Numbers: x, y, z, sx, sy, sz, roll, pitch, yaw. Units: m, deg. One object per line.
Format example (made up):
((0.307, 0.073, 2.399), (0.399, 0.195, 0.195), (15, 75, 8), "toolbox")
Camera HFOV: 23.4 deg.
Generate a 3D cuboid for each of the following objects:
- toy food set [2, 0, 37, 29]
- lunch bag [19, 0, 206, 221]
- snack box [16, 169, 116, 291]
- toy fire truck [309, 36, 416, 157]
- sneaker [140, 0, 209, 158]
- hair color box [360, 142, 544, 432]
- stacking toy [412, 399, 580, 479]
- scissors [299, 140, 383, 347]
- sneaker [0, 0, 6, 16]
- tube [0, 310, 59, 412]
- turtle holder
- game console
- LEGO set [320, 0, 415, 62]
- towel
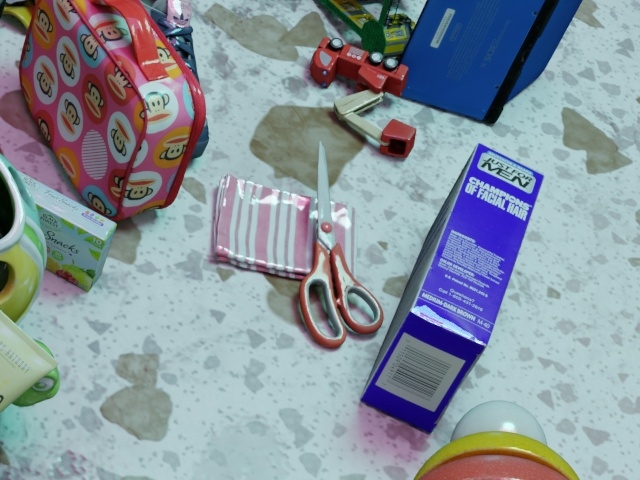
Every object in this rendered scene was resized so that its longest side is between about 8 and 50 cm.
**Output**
((-0.397, -0.384, 2.194), (0.128, 0.071, 0.217), (2, 48, -22), "toy food set")
((-0.265, -0.200, 1.945), (0.120, 0.258, 0.293), (-16, 57, -34), "lunch bag")
((-0.322, -0.011, 1.856), (0.141, 0.100, 0.037), (28, 44, 3), "snack box")
((0.062, -0.209, 2.240), (0.192, 0.047, 0.135), (22, 60, 10), "toy fire truck")
((-0.215, -0.257, 2.100), (0.112, 0.131, 0.319), (7, 45, -45), "sneaker")
((0.171, 0.055, 1.952), (0.110, 0.185, 0.338), (25, 44, -1), "hair color box")
((0.199, 0.325, 1.680), (0.351, 0.350, 0.480), (24, 27, -1), "stacking toy")
((0.000, 0.000, 2.001), (0.109, 0.021, 0.297), (-7, 66, -23), "scissors")
((-0.492, -0.290, 2.075), (0.089, 0.051, 0.170), (24, 53, -4), "sneaker")
((-0.384, 0.181, 1.579), (0.240, 0.070, 0.062), (-46, 54, -5), "tube")
((-0.413, 0.028, 1.676), (0.243, 0.227, 0.320), (7, 63, -29), "turtle holder")
((0.268, -0.337, 2.285), (0.250, 0.293, 0.173), (16, 43, -9), "game console")
((0.137, -0.444, 2.339), (0.192, 0.331, 0.255), (-13, 35, -35), "LEGO set")
((-0.042, -0.012, 2.032), (0.197, 0.029, 0.144), (13, 46, -13), "towel")
